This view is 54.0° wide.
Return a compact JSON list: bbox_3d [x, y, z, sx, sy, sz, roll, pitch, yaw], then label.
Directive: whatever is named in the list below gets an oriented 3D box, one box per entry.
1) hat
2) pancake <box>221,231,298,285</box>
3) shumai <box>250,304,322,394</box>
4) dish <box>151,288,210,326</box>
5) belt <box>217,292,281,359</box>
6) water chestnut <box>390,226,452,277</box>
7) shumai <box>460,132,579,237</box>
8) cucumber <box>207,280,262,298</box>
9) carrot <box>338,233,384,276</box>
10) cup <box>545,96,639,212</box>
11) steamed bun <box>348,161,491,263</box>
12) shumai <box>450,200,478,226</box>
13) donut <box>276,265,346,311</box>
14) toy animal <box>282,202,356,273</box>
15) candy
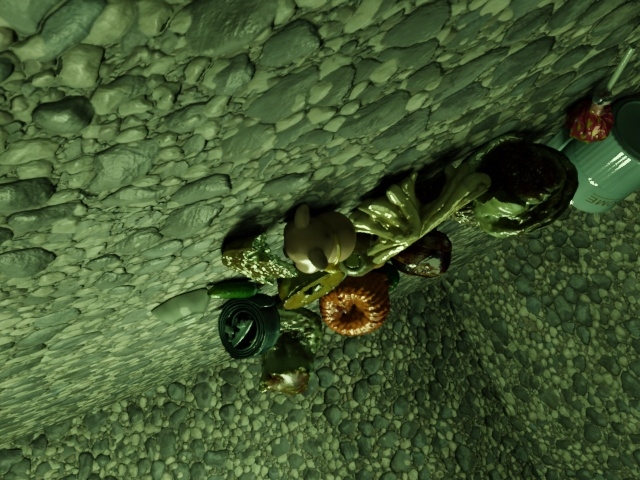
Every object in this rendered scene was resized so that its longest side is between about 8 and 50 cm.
[{"bbox_3d":[0.174,0.190,2.598,0.285,0.285,0.400,-35,-166,38],"label":"hat"},{"bbox_3d":[-0.149,0.050,1.587,0.197,0.054,0.376,16,164,-3],"label":"pancake"},{"bbox_3d":[-0.150,0.447,2.499,0.324,0.323,0.397,5,150,-16],"label":"shumai"},{"bbox_3d":[-0.404,0.213,1.877,0.191,0.066,0.190,-23,166,-6],"label":"dish"},{"bbox_3d":[-0.237,0.287,2.156,0.267,0.206,0.116,-42,162,34],"label":"belt"},{"bbox_3d":[0.352,0.016,2.152,0.224,0.238,0.223,14,-175,-1],"label":"water chestnut"},{"bbox_3d":[0.543,-0.197,1.773,0.330,0.288,0.292,-50,-157,-12],"label":"shumai"},{"bbox_3d":[-0.254,0.149,1.929,0.056,0.056,0.250,-31,164,26],"label":"cucumber"},{"bbox_3d":[0.135,0.045,2.048,0.139,0.138,0.302,-28,171,13],"label":"carrot"},{"bbox_3d":[0.891,-0.285,1.966,0.256,0.331,0.311,-56,178,-25],"label":"cup"},{"bbox_3d":[0.223,-0.078,1.705,0.428,0.189,0.247,-39,-177,47],"label":"steamed bun"},{"bbox_3d":[0.488,-0.113,2.022,0.206,0.166,0.175,7,166,-16],"label":"shumai"},{"bbox_3d":[-0.039,0.134,2.156,0.272,0.107,0.272,-28,165,-8],"label":"donut"},{"bbox_3d":[0.002,0.002,1.599,0.149,0.165,0.248,-37,169,27],"label":"toy animal"},{"bbox_3d":[0.727,-0.372,1.602,0.124,0.124,0.365,-23,158,-7],"label":"candy"}]
